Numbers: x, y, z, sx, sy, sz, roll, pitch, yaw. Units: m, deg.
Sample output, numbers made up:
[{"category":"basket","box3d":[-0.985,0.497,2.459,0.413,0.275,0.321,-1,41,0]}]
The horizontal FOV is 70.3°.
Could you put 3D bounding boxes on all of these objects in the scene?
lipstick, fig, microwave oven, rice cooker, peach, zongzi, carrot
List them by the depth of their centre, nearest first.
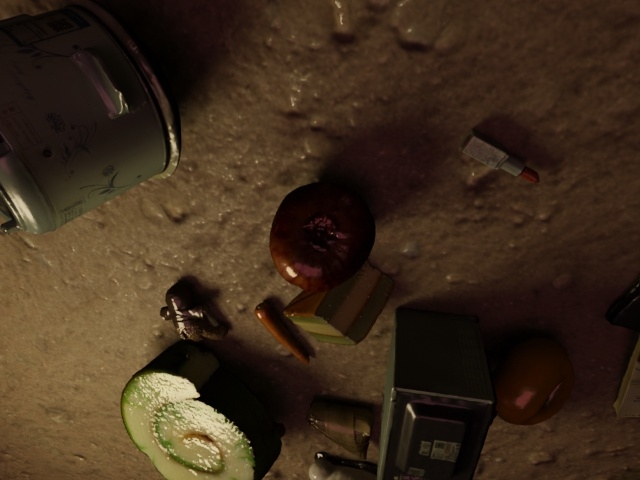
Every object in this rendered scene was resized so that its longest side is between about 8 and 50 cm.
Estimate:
[{"category":"rice cooker","box3d":[-0.340,-0.168,0.612,0.317,0.316,0.264,-25,104,25]},{"category":"lipstick","box3d":[0.271,-0.118,0.670,0.129,0.030,0.030,27,125,-7]},{"category":"fig","box3d":[0.004,-0.006,0.749,0.175,0.207,0.174,0,87,7]},{"category":"peach","box3d":[0.389,0.263,0.837,0.179,0.103,0.179,-19,125,-28]},{"category":"microwave oven","box3d":[0.211,0.314,0.856,0.181,0.237,0.294,6,121,7]},{"category":"carrot","box3d":[-0.077,0.200,0.962,0.037,0.037,0.190,-22,121,24]},{"category":"zongzi","box3d":[0.042,0.459,1.088,0.160,0.078,0.176,12,129,10]}]

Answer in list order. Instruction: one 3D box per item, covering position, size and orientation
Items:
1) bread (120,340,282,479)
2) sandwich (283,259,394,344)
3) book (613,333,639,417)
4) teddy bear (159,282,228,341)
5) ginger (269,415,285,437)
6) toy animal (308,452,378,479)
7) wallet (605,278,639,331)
[{"category":"bread","box3d":[-0.276,0.413,1.044,0.367,0.129,0.381,2,110,22]},{"category":"sandwich","box3d":[0.029,0.117,0.893,0.117,0.144,0.187,39,158,-15]},{"category":"book","box3d":[0.660,0.235,0.812,0.202,0.026,0.289,-6,130,15]},{"category":"teddy bear","box3d":[-0.276,0.167,0.951,0.120,0.078,0.160,-11,122,23]},{"category":"ginger","box3d":[-0.161,0.468,1.138,0.103,0.073,0.162,37,128,-18]},{"category":"toy animal","box3d":[0.056,0.739,1.105,0.258,0.357,0.193,21,128,-1]},{"category":"wallet","box3d":[0.652,0.130,0.761,0.286,0.030,0.146,15,131,-1]}]
